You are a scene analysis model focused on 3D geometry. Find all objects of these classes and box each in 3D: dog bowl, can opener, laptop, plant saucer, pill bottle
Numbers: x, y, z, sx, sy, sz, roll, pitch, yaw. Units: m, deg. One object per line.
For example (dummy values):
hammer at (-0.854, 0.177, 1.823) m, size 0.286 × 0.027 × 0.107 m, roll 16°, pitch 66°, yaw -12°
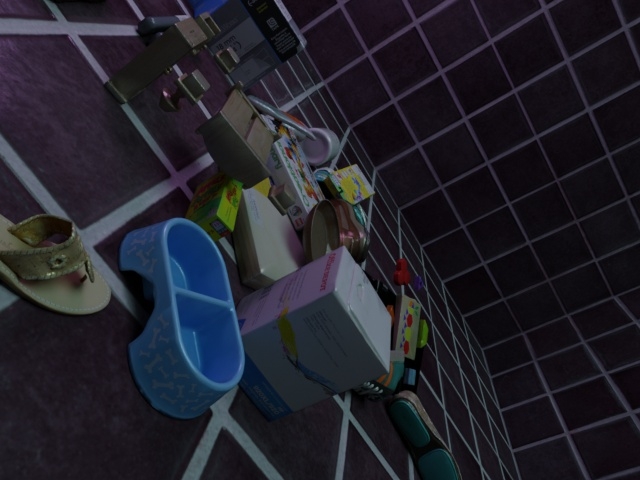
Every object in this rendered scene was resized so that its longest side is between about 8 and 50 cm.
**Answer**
dog bowl at (-0.192, 0.096, 0.687) m, size 0.166 × 0.074 × 0.297 m, roll 32°, pitch 33°, yaw -56°
can opener at (-0.342, -0.516, 1.154) m, size 0.074 × 0.093 × 0.280 m, roll 57°, pitch 24°, yaw -18°
laptop at (0.150, 0.246, 1.480) m, size 0.382 × 0.236 × 0.408 m, roll 41°, pitch 56°, yaw -46°
plant saucer at (0.000, 0.000, 1.145) m, size 0.198 × 0.036 × 0.198 m, roll 0°, pitch 90°, yaw -69°
pill bottle at (0.000, -0.344, 1.743) m, size 0.131 × 0.131 × 0.229 m, roll 60°, pitch 18°, yaw -5°

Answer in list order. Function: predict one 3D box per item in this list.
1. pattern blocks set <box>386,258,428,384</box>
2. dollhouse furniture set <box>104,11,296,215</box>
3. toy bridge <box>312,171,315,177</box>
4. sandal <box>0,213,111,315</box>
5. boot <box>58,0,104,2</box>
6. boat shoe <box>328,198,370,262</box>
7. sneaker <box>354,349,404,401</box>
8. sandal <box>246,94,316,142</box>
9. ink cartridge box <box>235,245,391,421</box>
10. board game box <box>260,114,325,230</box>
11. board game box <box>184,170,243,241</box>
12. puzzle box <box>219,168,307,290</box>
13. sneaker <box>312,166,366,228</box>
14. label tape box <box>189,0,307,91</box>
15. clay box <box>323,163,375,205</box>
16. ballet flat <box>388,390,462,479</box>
pattern blocks set at (0.248, 0.247, 1.390) m, size 0.285 × 0.026 × 0.324 m, roll 43°, pitch 54°, yaw -46°
dollhouse furniture set at (-0.206, -0.224, 0.940) m, size 0.355 × 0.174 × 0.303 m, roll 52°, pitch 21°, yaw -25°
toy bridge at (-0.048, -0.187, 1.497) m, size 0.026 × 0.063 × 0.188 m, roll 58°, pitch 18°, yaw -11°
sandal at (-0.302, 0.004, 0.513) m, size 0.240 × 0.079 × 0.088 m, roll 45°, pitch 25°, yaw -42°
boot at (-0.484, -0.570, 0.844) m, size 0.269 × 0.089 × 0.236 m, roll 54°, pitch 19°, yaw -18°
boat shoe at (0.042, -0.043, 1.416) m, size 0.324 × 0.120 × 0.122 m, roll -124°, pitch -140°, yaw -62°
sneaker at (0.119, 0.324, 1.135) m, size 0.302 × 0.108 × 0.121 m, roll 15°, pitch 69°, yaw -51°
sandal at (-0.136, -0.376, 1.539) m, size 0.265 × 0.076 × 0.102 m, roll 23°, pitch 22°, yaw -31°
ink cartridge box at (-0.019, 0.154, 0.809) m, size 0.168 × 0.233 × 0.171 m, roll 56°, pitch 19°, yaw -15°
board game box at (-0.071, -0.171, 1.263) m, size 0.305 × 0.053 × 0.193 m, roll 64°, pitch 19°, yaw 7°
board game box at (-0.196, -0.061, 0.872) m, size 0.043 × 0.092 × 0.181 m, roll 50°, pitch 22°, yaw -30°
puzzle box at (-0.119, -0.045, 1.122) m, size 0.272 × 0.052 × 0.409 m, roll 36°, pitch 31°, yaw -52°
sneaker at (0.053, -0.123, 1.659) m, size 0.275 × 0.107 × 0.110 m, roll 51°, pitch 34°, yaw -8°
label tape box at (-0.230, -0.644, 1.389) m, size 0.333 × 0.241 × 0.106 m, roll 53°, pitch 22°, yaw -24°
clay box at (0.094, -0.178, 1.608) m, size 0.127 × 0.053 × 0.222 m, roll 57°, pitch 33°, yaw 2°
ballet flat at (0.293, 0.545, 1.287) m, size 0.316 × 0.107 × 0.106 m, roll 64°, pitch 19°, yaw 4°
